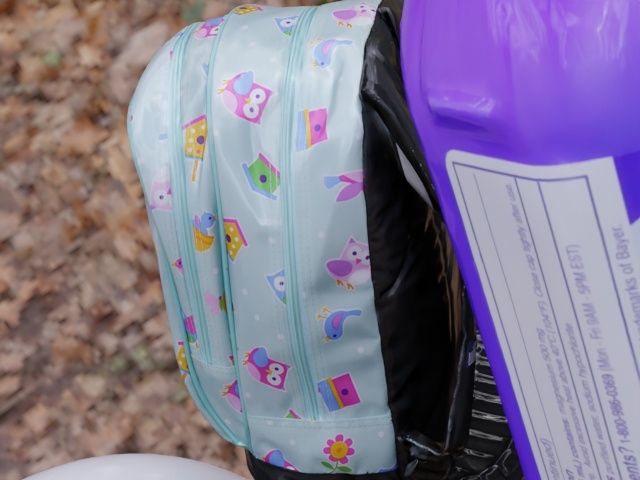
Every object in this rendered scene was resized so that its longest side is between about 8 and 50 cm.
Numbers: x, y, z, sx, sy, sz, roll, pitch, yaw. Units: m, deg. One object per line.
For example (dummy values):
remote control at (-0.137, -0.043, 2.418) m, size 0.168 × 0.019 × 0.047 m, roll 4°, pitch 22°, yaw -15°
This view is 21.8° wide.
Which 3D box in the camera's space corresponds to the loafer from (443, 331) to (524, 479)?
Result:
loafer at (0.061, 0.042, 0.779) m, size 0.080 × 0.078 × 0.220 m, roll 8°, pitch 51°, yaw -4°

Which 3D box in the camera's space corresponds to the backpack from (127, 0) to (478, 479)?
backpack at (0.000, 0.000, 0.624) m, size 0.115 × 0.182 × 0.152 m, roll -6°, pitch 29°, yaw 8°

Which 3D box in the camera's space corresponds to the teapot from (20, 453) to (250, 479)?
teapot at (-0.049, 0.196, 0.689) m, size 0.187 × 0.252 × 0.256 m, roll -23°, pitch 45°, yaw 33°

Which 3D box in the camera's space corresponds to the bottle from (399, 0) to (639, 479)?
bottle at (0.079, -0.037, 0.372) m, size 0.118 × 0.282 × 0.092 m, roll -30°, pitch 26°, yaw -26°
